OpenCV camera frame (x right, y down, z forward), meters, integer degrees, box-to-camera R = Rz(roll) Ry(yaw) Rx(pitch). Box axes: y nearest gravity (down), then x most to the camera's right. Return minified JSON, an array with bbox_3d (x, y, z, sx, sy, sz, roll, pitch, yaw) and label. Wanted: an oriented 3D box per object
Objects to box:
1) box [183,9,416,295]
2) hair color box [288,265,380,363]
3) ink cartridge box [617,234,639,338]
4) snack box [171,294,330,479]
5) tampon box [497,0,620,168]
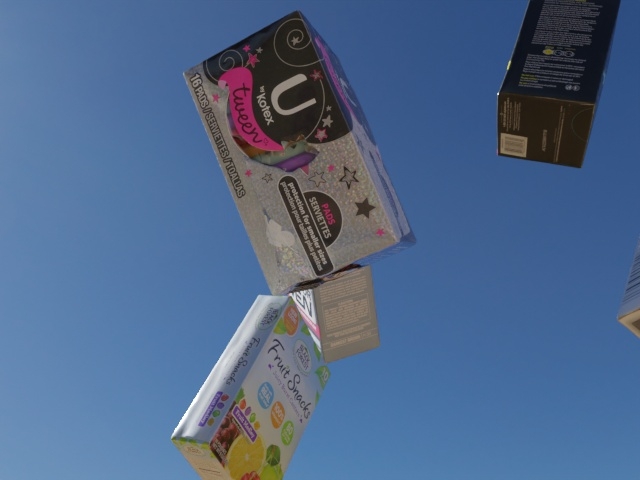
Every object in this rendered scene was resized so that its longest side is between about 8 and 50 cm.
[{"bbox_3d":[-0.012,-0.084,0.670,0.142,0.247,0.163,-25,-7,13],"label":"box"},{"bbox_3d":[0.000,0.000,1.094,0.113,0.185,0.374,-14,-70,-17],"label":"hair color box"},{"bbox_3d":[0.355,0.049,0.517,0.208,0.206,0.045,38,-37,-2],"label":"ink cartridge box"},{"bbox_3d":[-0.047,0.127,0.493,0.037,0.141,0.100,0,-50,29],"label":"snack box"},{"bbox_3d":[0.278,-0.188,0.736,0.101,0.161,0.120,13,-25,22],"label":"tampon box"}]
